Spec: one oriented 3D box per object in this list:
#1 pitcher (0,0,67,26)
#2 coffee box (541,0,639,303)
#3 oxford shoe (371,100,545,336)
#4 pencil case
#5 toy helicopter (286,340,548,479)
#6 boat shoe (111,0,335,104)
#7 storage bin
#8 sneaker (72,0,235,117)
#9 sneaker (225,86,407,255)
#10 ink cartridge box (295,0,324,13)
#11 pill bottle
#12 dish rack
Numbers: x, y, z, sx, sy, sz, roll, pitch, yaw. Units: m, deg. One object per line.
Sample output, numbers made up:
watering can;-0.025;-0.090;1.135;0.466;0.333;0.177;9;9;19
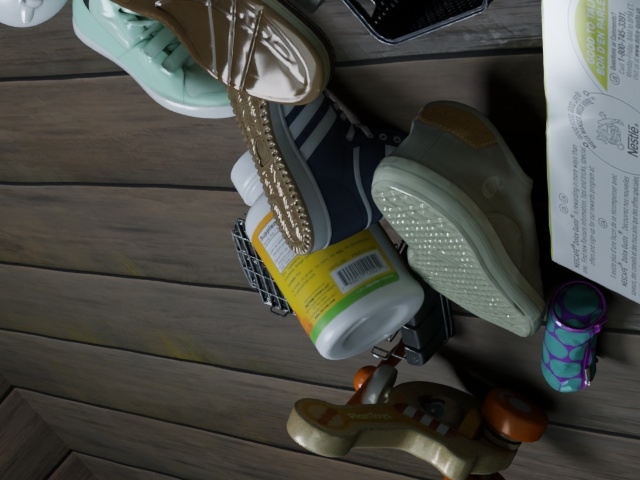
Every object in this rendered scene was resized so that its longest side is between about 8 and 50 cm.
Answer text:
pitcher;-0.331;-0.307;1.937;0.125;0.178;0.207;0;155;-13
coffee box;0.359;-0.132;1.069;0.334;0.337;0.338;27;153;26
oxford shoe;0.167;-0.013;1.809;0.169;0.130;0.449;24;166;23
pencil case;0.281;0.107;1.911;0.070;0.064;0.152;45;161;27
toy helicopter;0.090;0.214;2.117;0.355;0.140;0.235;5;-152;-45
boat shoe;-0.101;-0.258;1.760;0.342;0.123;0.123;32;136;28
storage bin;0.088;-0.258;1.536;0.122;0.084;0.180;47;155;-17
sneaker;-0.178;-0.239;1.926;0.256;0.094;0.151;30;151;17
sneaker;-0.002;-0.136;1.875;0.099;0.153;0.282;-24;84;65
ink cartridge box;-0.050;-0.313;1.659;0.181;0.061;0.104;38;156;0
pill bottle;0.000;0.000;1.963;0.246;0.136;0.136;58;161;20
dish rack;0.022;0.047;2.128;0.271;0.074;0.208;20;148;24
